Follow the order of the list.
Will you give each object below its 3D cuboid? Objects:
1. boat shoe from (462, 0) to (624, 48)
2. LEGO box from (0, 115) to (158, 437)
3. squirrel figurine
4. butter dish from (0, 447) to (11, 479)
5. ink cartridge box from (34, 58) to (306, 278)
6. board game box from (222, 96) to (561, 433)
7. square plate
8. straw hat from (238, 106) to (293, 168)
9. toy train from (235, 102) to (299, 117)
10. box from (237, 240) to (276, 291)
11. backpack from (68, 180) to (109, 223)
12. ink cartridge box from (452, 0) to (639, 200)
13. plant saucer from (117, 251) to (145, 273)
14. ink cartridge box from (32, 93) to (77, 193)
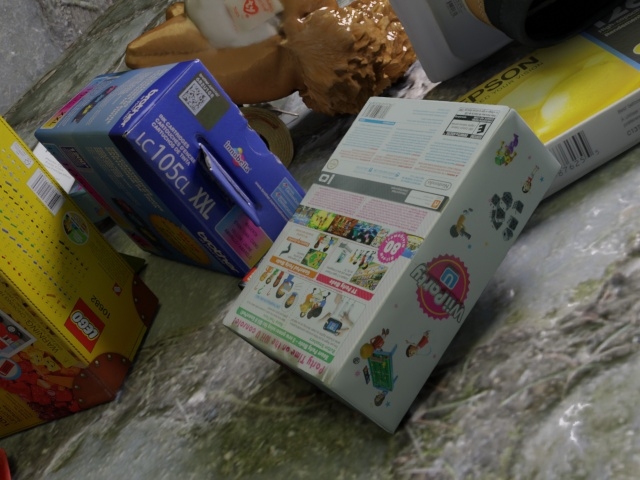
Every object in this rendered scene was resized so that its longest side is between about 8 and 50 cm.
[{"bbox_3d":[0.391,-0.384,0.970,0.500,0.187,0.156,-33,46,13],"label":"boat shoe"},{"bbox_3d":[-0.520,0.023,1.132,0.372,0.500,0.193,-22,30,25],"label":"LEGO box"},{"bbox_3d":[-0.050,-0.310,1.378,0.370,0.396,0.281,-16,-51,-85],"label":"squirrel figurine"},{"bbox_3d":[-0.461,0.306,1.037,0.160,0.118,0.160,-40,28,-9],"label":"butter dish"},{"bbox_3d":[-0.193,-0.097,1.200,0.395,0.270,0.151,7,53,53],"label":"ink cartridge box"},{"bbox_3d":[0.062,0.007,0.872,0.303,0.097,0.224,-55,31,-10],"label":"board game box"},{"bbox_3d":[0.249,-0.368,1.110,0.344,0.347,0.049,-31,58,10],"label":"square plate"},{"bbox_3d":[-0.111,-0.137,1.392,0.144,0.144,0.061,-49,-11,-24],"label":"straw hat"},{"bbox_3d":[-0.170,-0.172,1.476,0.143,0.248,0.105,-65,31,32],"label":"toy train"},{"bbox_3d":[0.000,0.000,1.085,0.114,0.036,0.207,5,48,52],"label":"box"},{"bbox_3d":[-0.393,-0.126,1.614,0.188,0.144,0.166,-41,33,-2],"label":"backpack"},{"bbox_3d":[0.293,-0.188,1.020,0.303,0.072,0.307,-32,29,7],"label":"ink cartridge box"},{"bbox_3d":[-0.398,0.055,1.337,0.188,0.188,0.045,-18,68,31],"label":"plant saucer"},{"bbox_3d":[-0.516,-0.052,1.568,0.308,0.091,0.385,-53,16,30],"label":"ink cartridge box"}]
